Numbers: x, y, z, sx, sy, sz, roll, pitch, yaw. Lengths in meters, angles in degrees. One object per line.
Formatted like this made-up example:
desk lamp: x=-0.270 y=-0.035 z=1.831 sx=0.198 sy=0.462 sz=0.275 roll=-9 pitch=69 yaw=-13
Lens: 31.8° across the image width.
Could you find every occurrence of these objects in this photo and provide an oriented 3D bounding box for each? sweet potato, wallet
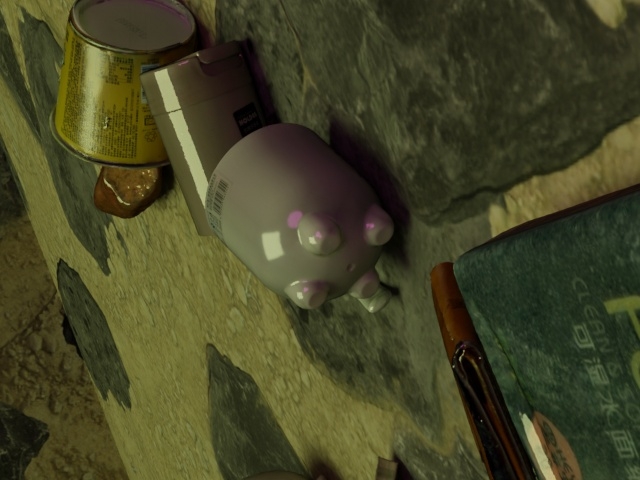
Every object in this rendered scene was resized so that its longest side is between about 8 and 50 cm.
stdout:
sweet potato: x=-0.287 y=-0.079 z=1.635 sx=0.097 sy=0.097 sz=0.252 roll=68 pitch=157 yaw=-1
wallet: x=0.129 y=0.125 z=0.843 sx=0.161 sy=0.042 sz=0.195 roll=-97 pitch=-12 yaw=-70

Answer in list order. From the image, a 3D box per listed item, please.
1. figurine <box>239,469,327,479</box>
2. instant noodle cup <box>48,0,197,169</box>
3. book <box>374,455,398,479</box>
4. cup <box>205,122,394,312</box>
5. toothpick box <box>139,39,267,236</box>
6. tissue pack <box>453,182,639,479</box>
figurine: x=0.019 y=0.470 z=1.401 sx=0.394 sy=0.226 sz=0.274 roll=44 pitch=-179 yaw=24
instant noodle cup: x=-0.213 y=-0.190 z=1.265 sx=0.182 sy=0.182 sz=0.144 roll=50 pitch=143 yaw=38
book: x=0.051 y=0.401 z=1.163 sx=0.282 sy=0.025 sz=0.214 roll=-75 pitch=-13 yaw=-47
cup: x=-0.010 y=0.002 z=1.013 sx=0.142 sy=0.134 sz=0.173 roll=44 pitch=148 yaw=41
toothpick box: x=-0.108 y=-0.107 z=1.165 sx=0.111 sy=0.111 sz=0.180 roll=9 pitch=120 yaw=65
tissue pack: x=0.209 y=0.076 z=0.610 sx=0.228 sy=0.103 sz=0.316 roll=67 pitch=159 yaw=1
